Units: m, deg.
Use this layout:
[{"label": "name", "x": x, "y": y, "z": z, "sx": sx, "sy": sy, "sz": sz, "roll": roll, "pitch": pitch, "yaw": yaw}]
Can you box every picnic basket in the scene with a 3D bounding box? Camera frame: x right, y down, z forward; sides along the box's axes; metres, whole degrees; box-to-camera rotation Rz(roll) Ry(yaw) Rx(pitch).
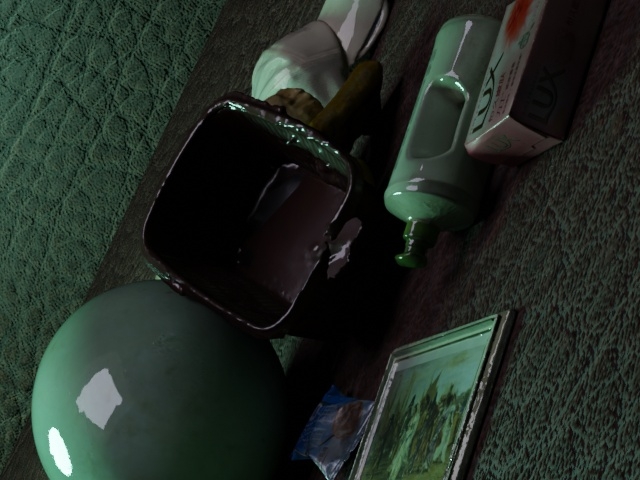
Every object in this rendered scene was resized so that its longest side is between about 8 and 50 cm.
[{"label": "picnic basket", "x": -0.040, "y": -0.014, "z": 2.002, "sx": 0.297, "sy": 0.129, "sz": 0.222, "roll": 31, "pitch": 94, "yaw": 48}]

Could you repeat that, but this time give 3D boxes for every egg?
[{"label": "egg", "x": -0.171, "y": 0.180, "z": 2.072, "sx": 0.276, "sy": 0.276, "sz": 0.389, "roll": -66, "pitch": 13, "yaw": 7}]

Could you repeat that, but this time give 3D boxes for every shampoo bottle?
[{"label": "shampoo bottle", "x": 0.119, "y": -0.084, "z": 1.789, "sx": 0.118, "sy": 0.087, "sz": 0.234, "roll": 151, "pitch": 140, "yaw": -70}]

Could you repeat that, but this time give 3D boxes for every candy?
[{"label": "candy", "x": 0.014, "y": 0.186, "z": 1.873, "sx": 0.088, "sy": 0.038, "sz": 0.136, "roll": -55, "pitch": 19, "yaw": -8}]

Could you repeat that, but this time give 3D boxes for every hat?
[{"label": "hat", "x": -0.013, "y": -0.259, "z": 2.495, "sx": 0.219, "sy": 0.164, "sz": 0.226, "roll": -165, "pitch": 77, "yaw": -75}]

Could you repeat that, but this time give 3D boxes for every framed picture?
[{"label": "framed picture", "x": 0.080, "y": 0.171, "z": 1.673, "sx": 0.217, "sy": 0.017, "sz": 0.274, "roll": -71, "pitch": 13, "yaw": -17}]

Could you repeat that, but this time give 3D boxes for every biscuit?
[{"label": "biscuit", "x": 0.026, "y": -0.102, "z": 2.222, "sx": 0.183, "sy": 0.039, "sz": 0.174, "roll": -55, "pitch": -27, "yaw": -44}]

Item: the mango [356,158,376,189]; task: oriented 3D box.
[{"label": "mango", "x": -0.001, "y": 0.003, "z": 2.116, "sx": 0.122, "sy": 0.085, "sz": 0.191, "roll": -88, "pitch": 24, "yaw": -64}]

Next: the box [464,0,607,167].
[{"label": "box", "x": 0.187, "y": -0.149, "z": 1.693, "sx": 0.156, "sy": 0.060, "sz": 0.111, "roll": -70, "pitch": 12, "yaw": -17}]

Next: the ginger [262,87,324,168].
[{"label": "ginger", "x": -0.095, "y": -0.017, "z": 2.269, "sx": 0.354, "sy": 0.126, "sz": 0.190, "roll": -63, "pitch": -19, "yaw": 6}]

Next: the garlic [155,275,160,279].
[{"label": "garlic", "x": -0.128, "y": 0.043, "z": 2.495, "sx": 0.318, "sy": 0.112, "sz": 0.143, "roll": 175, "pitch": 101, "yaw": -68}]
